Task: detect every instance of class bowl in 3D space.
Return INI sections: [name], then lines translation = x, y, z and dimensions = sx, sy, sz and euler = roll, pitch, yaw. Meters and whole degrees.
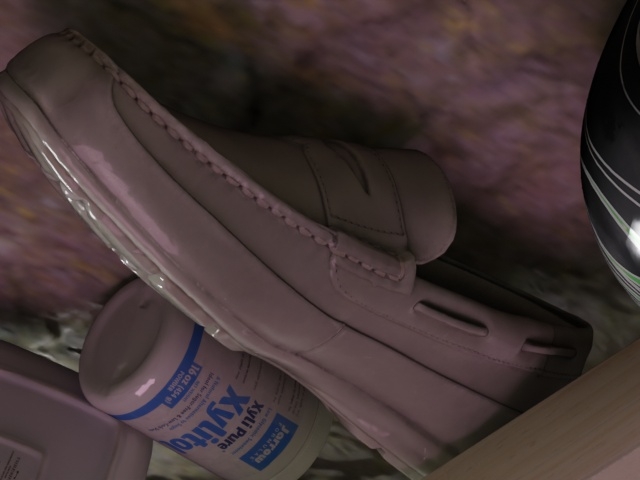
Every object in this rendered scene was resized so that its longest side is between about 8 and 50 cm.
[bowl]
translation = -0.151, 0.113, 0.896
dimensions = 0.142, 0.142, 0.053
euler = 25, 156, -11

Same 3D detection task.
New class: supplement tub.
[supplement tub]
translation = -0.053, 0.068, 0.905
dimensions = 0.071, 0.071, 0.107
euler = -29, 133, 34

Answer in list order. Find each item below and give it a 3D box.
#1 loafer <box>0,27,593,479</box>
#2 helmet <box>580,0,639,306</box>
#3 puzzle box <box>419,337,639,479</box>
[loafer]
translation = 0.000, 0.000, 0.800
dimensions = 0.111, 0.112, 0.319
euler = -50, 131, 2
[helmet]
translation = 0.178, -0.028, 0.692
dimensions = 0.169, 0.161, 0.169
euler = 1, 143, 1
[puzzle box]
translation = 0.161, 0.153, 0.892
dimensions = 0.409, 0.052, 0.272
euler = -33, 136, 5
